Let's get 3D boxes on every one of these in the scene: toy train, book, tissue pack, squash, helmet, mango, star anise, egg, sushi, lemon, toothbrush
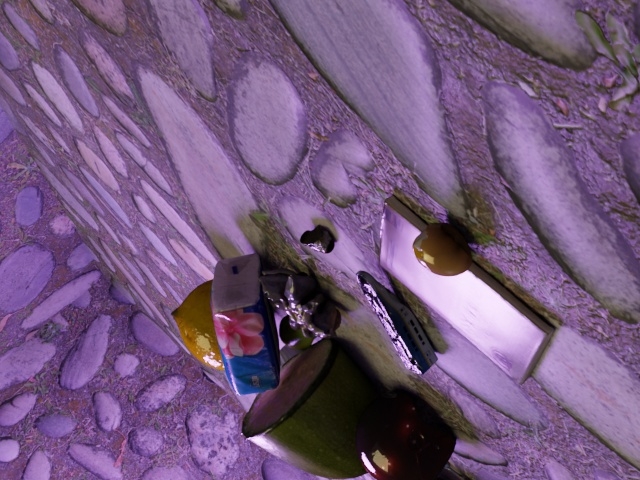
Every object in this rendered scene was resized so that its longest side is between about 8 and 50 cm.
[{"bbox_3d":[0.135,0.137,1.632,0.052,0.051,0.233,14,139,59],"label":"toy train"},{"bbox_3d":[0.211,0.081,1.397,0.310,0.021,0.217,41,161,20],"label":"book"},{"bbox_3d":[-0.176,0.196,2.121,0.209,0.137,0.269,-94,-6,-54],"label":"tissue pack"},{"bbox_3d":[0.024,0.439,2.119,0.309,0.310,0.310,46,162,-10],"label":"squash"},{"bbox_3d":[0.173,0.433,1.970,0.189,0.193,0.215,172,87,-70],"label":"helmet"},{"bbox_3d":[-0.055,0.216,2.175,0.091,0.074,0.165,50,161,-1],"label":"mango"},{"bbox_3d":[-0.036,0.140,1.951,0.236,0.093,0.229,35,158,38],"label":"star anise"},{"bbox_3d":[0.172,0.015,1.273,0.083,0.071,0.071,44,161,8],"label":"egg"},{"bbox_3d":[0.000,0.000,1.694,0.046,0.044,0.083,32,171,-23],"label":"sushi"},{"bbox_3d":[-0.246,0.223,2.370,0.253,0.228,0.228,46,162,-2],"label":"lemon"},{"bbox_3d":[0.341,0.549,2.061,0.193,0.013,0.019,32,147,41],"label":"toothbrush"}]

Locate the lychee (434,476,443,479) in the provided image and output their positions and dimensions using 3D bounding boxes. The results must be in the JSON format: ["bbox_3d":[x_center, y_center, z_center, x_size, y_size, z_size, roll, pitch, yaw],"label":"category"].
[{"bbox_3d":[0.235,0.714,2.190,0.306,0.330,0.306,49,-167,-15],"label":"lychee"}]

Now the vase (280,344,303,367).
[{"bbox_3d":[-0.025,0.375,2.363,0.248,0.128,0.128,50,164,25],"label":"vase"}]
